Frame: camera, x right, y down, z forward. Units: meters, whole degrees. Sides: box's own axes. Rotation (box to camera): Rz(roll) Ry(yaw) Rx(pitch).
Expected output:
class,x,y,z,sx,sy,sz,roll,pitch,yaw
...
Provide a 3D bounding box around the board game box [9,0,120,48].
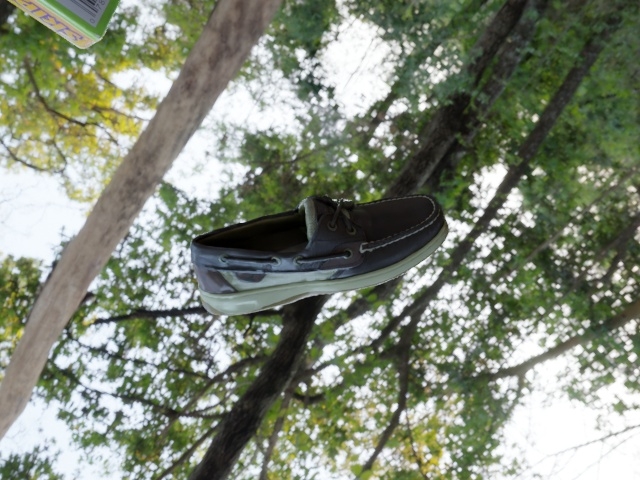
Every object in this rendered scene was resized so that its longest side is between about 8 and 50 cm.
class,x,y,z,sx,sy,sz,roll,pitch,yaw
board game box,-0.114,-0.243,0.324,0.124,0.259,0.039,31,166,-35

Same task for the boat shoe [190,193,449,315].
class,x,y,z,sx,sy,sz,roll,pitch,yaw
boat shoe,0.000,0.000,0.367,0.152,0.049,0.056,-19,-145,-5
